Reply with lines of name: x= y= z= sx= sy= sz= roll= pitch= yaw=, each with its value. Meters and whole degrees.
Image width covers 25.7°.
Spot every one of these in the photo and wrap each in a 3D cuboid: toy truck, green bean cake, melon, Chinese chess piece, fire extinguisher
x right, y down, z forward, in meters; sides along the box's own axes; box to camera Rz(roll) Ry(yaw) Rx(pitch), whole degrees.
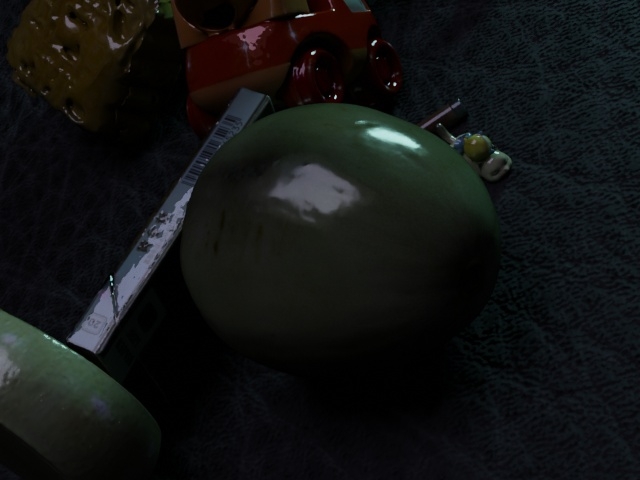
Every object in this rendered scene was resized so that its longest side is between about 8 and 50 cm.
toy truck: x=-0.052 y=-0.241 z=1.545 sx=0.189 sy=0.239 sz=0.265 roll=-12 pitch=3 yaw=34
green bean cake: x=-0.283 y=-0.265 z=1.817 sx=0.230 sy=0.131 sz=0.224 roll=39 pitch=109 yaw=29
melon: x=0.013 y=0.000 z=1.269 sx=0.308 sy=0.271 sz=0.271 roll=-14 pitch=44 yaw=25
Chinese chess piece: x=-0.272 y=0.164 z=1.349 sx=0.250 sy=0.250 sz=0.101 roll=11 pitch=59 yaw=47
fire extinguisher: x=0.118 y=-0.120 z=1.493 sx=0.083 sy=0.022 sz=0.028 roll=-34 pitch=-1 yaw=10

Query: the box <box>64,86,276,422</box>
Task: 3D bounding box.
box: x=-0.128 y=0.020 z=1.434 sx=0.047 sy=0.180 sz=0.324 roll=22 pitch=66 yaw=24

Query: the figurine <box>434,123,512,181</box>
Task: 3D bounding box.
figurine: x=0.151 y=-0.090 z=1.408 sx=0.083 sy=0.050 sz=0.047 roll=22 pitch=73 yaw=51
